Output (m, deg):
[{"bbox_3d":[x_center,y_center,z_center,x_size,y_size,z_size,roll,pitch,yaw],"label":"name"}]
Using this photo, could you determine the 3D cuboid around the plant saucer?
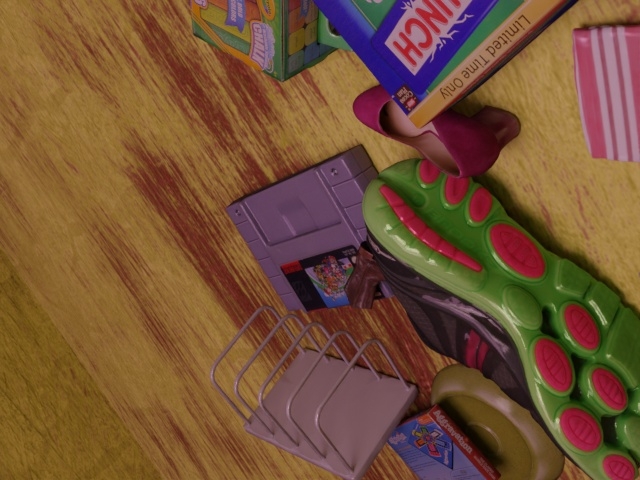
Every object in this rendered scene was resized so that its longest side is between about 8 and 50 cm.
[{"bbox_3d":[0.263,0.302,1.270,0.241,0.037,0.241,30,140,29],"label":"plant saucer"}]

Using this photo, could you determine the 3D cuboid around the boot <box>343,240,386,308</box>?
[{"bbox_3d":[0.083,0.070,1.176,0.106,0.037,0.114,43,136,27],"label":"boot"}]

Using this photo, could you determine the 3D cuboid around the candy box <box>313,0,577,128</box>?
[{"bbox_3d":[0.101,-0.314,0.827,0.317,0.122,0.268,50,145,1],"label":"candy box"}]

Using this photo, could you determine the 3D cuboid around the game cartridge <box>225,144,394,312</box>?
[{"bbox_3d":[0.000,0.000,1.289,0.355,0.068,0.230,-18,102,54],"label":"game cartridge"}]

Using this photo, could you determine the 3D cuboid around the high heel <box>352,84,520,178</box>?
[{"bbox_3d":[0.111,-0.130,0.985,0.244,0.117,0.082,23,137,36],"label":"high heel"}]

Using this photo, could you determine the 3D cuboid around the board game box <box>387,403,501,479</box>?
[{"bbox_3d":[0.191,0.355,1.358,0.145,0.027,0.281,47,159,7],"label":"board game box"}]

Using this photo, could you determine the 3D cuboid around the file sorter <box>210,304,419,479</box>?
[{"bbox_3d":[-0.019,0.245,1.377,0.278,0.193,0.173,12,144,44],"label":"file sorter"}]

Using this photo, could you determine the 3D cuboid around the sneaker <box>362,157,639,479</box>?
[{"bbox_3d":[0.239,0.098,1.032,0.483,0.185,0.202,50,164,9],"label":"sneaker"}]

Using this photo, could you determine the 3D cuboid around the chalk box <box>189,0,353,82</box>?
[{"bbox_3d":[-0.046,-0.295,1.007,0.213,0.132,0.132,32,141,27],"label":"chalk box"}]

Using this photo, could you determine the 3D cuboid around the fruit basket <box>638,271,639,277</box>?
[{"bbox_3d":[0.462,0.198,0.757,0.353,0.165,0.327,59,176,-14],"label":"fruit basket"}]

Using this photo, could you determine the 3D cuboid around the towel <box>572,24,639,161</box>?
[{"bbox_3d":[0.344,-0.143,0.785,0.197,0.029,0.144,9,128,42],"label":"towel"}]
